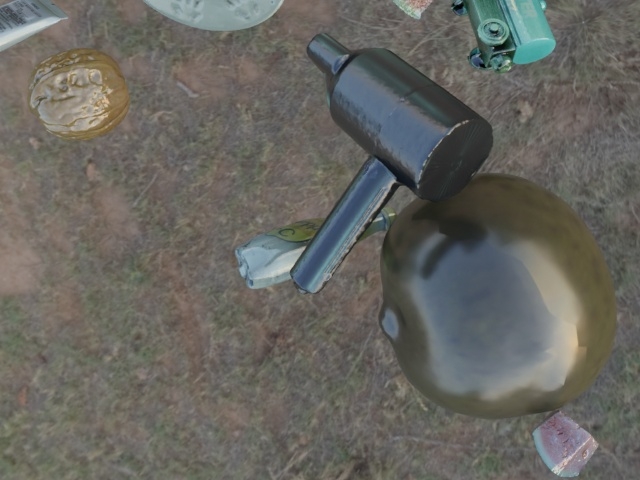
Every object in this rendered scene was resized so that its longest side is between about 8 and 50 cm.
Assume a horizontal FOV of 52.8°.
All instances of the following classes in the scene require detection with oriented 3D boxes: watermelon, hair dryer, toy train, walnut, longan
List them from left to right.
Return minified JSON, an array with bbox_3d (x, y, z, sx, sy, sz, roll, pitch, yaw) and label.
[{"bbox_3d":[-0.526,-0.314,1.397,0.214,0.213,0.213,7,110,20],"label":"walnut"},{"bbox_3d":[0.026,-0.085,0.796,0.302,0.116,0.244,-54,54,14],"label":"hair dryer"},{"bbox_3d":[0.184,-0.478,1.172,0.158,0.098,0.121,20,93,50],"label":"watermelon"},{"bbox_3d":[0.244,0.081,0.940,0.361,0.361,0.360,7,110,20],"label":"longan"},{"bbox_3d":[0.341,-0.425,1.203,0.159,0.101,0.248,-11,68,1],"label":"toy train"},{"bbox_3d":[0.341,0.285,0.910,0.085,0.092,0.072,32,130,16],"label":"watermelon"}]

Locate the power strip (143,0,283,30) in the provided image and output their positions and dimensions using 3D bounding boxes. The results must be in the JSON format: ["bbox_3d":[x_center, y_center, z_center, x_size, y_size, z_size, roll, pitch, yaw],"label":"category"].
[{"bbox_3d":[-0.196,-0.552,1.173,0.358,0.161,0.357,8,155,4],"label":"power strip"}]

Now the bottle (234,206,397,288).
[{"bbox_3d":[0.000,0.000,1.024,0.083,0.270,0.083,52,154,40],"label":"bottle"}]

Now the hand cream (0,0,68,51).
[{"bbox_3d":[-0.634,-0.356,1.169,0.124,0.341,0.077,40,153,30],"label":"hand cream"}]
